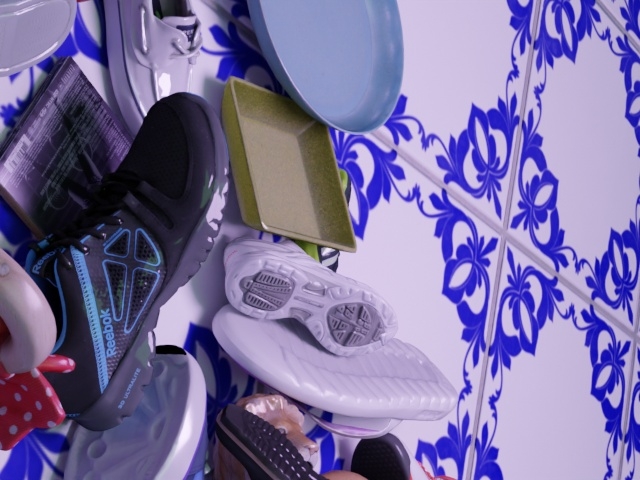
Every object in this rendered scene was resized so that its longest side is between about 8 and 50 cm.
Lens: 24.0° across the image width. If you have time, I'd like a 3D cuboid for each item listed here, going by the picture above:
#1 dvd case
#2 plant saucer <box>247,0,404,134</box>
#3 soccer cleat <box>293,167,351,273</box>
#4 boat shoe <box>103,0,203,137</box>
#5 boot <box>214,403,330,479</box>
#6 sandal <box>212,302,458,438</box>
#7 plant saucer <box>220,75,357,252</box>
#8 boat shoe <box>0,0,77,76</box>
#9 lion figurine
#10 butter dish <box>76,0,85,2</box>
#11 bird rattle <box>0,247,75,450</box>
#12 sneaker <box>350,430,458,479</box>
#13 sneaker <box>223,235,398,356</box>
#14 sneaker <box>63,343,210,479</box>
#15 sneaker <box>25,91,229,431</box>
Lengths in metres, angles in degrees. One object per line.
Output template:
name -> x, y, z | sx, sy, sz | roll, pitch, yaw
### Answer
dvd case -> -0.232, -0.050, 1.511 | 0.221, 0.018, 0.164 | 55, 45, -36
plant saucer -> 0.001, -0.278, 1.807 | 0.318, 0.044, 0.317 | 23, 61, -51
soccer cleat -> 0.000, 0.000, 1.812 | 0.072, 0.060, 0.178 | 43, 60, -57
boat shoe -> -0.166, -0.214, 1.553 | 0.095, 0.084, 0.258 | -28, 109, -55
boot -> -0.066, 0.275, 1.535 | 0.198, 0.137, 0.077 | 46, 16, -7
sandal -> 0.020, 0.175, 1.775 | 0.416, 0.169, 0.102 | 18, 114, -47
plant saucer -> -0.045, -0.077, 1.721 | 0.188, 0.045, 0.188 | 15, 56, -54
boat shoe -> -0.345, -0.179, 1.302 | 0.302, 0.091, 0.114 | -24, 143, -55
lion figurine -> -0.010, 0.317, 1.730 | 0.392, 0.142, 0.240 | 35, 51, -65
butter dish -> -0.214, -0.338, 1.471 | 0.160, 0.160, 0.118 | 55, 23, -37
bird rattle -> -0.297, 0.060, 1.242 | 0.143, 0.207, 0.253 | -43, 99, -32
sneaker -> 0.122, 0.325, 1.933 | 0.145, 0.090, 0.270 | -46, 128, -47
sneaker -> -0.010, 0.050, 1.710 | 0.232, 0.090, 0.115 | 28, 21, -29
sneaker -> -0.156, 0.296, 1.522 | 0.236, 0.130, 0.322 | 54, 42, -50
sneaker -> -0.194, 0.008, 1.432 | 0.140, 0.125, 0.340 | 25, 80, -39
